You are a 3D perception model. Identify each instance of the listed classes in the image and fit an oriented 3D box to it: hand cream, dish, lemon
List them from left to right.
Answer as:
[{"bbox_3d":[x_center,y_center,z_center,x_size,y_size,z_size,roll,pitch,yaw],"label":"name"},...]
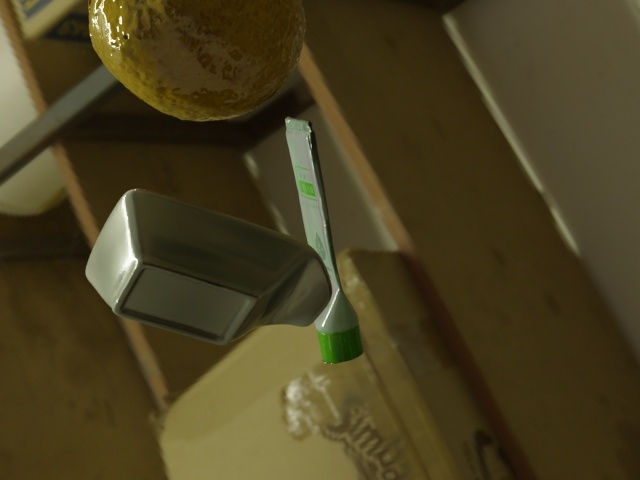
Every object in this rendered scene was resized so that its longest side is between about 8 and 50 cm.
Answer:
[{"bbox_3d":[-0.116,-0.212,1.215,0.231,0.192,0.192,20,-132,-47],"label":"lemon"},{"bbox_3d":[-0.106,0.046,1.244,0.234,0.154,0.064,17,-133,-17],"label":"dish"},{"bbox_3d":[0.001,0.000,1.412,0.050,0.079,0.275,-23,-73,-43],"label":"hand cream"}]
